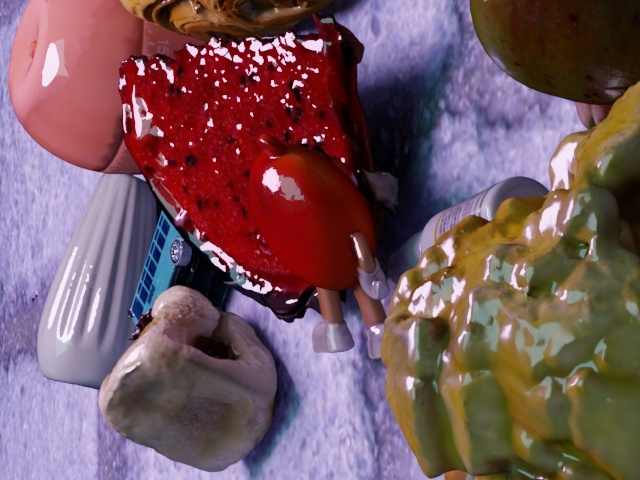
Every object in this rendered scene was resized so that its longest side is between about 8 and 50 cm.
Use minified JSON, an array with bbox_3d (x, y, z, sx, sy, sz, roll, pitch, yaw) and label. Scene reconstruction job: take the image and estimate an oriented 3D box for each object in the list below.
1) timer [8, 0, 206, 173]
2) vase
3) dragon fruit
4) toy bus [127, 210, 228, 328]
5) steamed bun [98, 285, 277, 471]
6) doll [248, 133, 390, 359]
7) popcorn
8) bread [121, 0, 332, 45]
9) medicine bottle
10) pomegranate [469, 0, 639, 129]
[{"bbox_3d":[-0.216,-0.184,1.841,0.229,0.215,0.229,-36,48,54],"label":"timer"},{"bbox_3d":[-0.244,0.046,1.951,0.128,0.128,0.248,0,76,61],"label":"vase"},{"bbox_3d":[-0.045,-0.066,1.598,0.343,0.100,0.282,1,103,48],"label":"dragon fruit"},{"bbox_3d":[-0.142,0.038,1.803,0.092,0.079,0.160,51,129,51],"label":"toy bus"},{"bbox_3d":[-0.127,0.121,1.703,0.141,0.172,0.155,-49,26,33],"label":"steamed bun"},{"bbox_3d":[0.000,0.000,1.453,0.183,0.085,0.217,1,120,61],"label":"doll"},{"bbox_3d":[0.175,0.052,1.088,0.332,0.225,0.265,-66,27,10],"label":"popcorn"},{"bbox_3d":[-0.088,-0.263,1.627,0.236,0.198,0.120,-18,64,60],"label":"bread"},{"bbox_3d":[0.117,0.017,1.354,0.221,0.061,0.092,-28,76,66],"label":"medicine bottle"},{"bbox_3d":[0.188,-0.158,1.156,0.209,0.180,0.180,80,170,-48],"label":"pomegranate"}]
